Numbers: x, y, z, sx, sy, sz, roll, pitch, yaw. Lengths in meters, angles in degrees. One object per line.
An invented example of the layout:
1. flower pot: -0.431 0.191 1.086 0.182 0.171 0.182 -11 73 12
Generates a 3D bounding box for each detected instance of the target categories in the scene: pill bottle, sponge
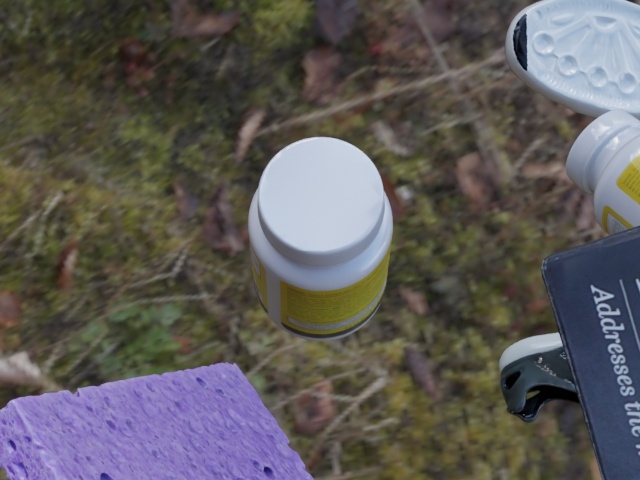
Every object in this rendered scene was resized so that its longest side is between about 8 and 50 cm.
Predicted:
1. pill bottle: 0.287 -0.026 1.371 0.103 0.103 0.184 -18 48 -34
2. sponge: -0.083 0.130 0.937 0.117 0.031 0.210 55 26 17
3. pill bottle: 0.000 0.000 1.410 0.119 0.208 0.119 0 70 0

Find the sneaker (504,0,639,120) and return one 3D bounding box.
1. sneaker: 0.311 -0.178 1.841 0.323 0.236 0.130 2 85 -19

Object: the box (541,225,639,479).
1. box: 0.292 0.125 0.634 0.179 0.312 0.343 14 58 -66

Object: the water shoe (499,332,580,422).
1. water shoe: 0.269 0.121 1.609 0.073 0.203 0.080 38 40 -48
